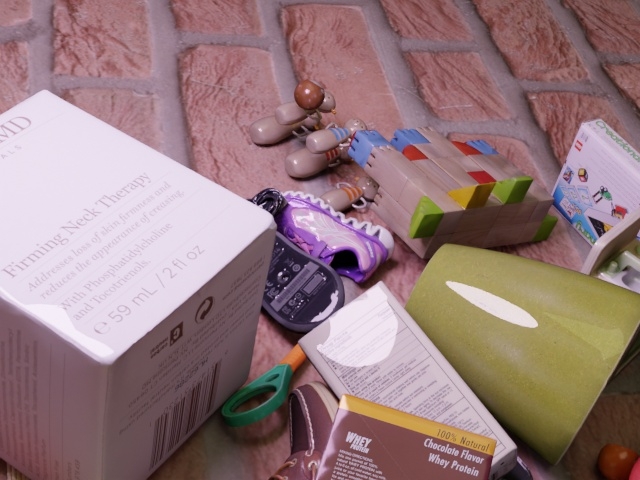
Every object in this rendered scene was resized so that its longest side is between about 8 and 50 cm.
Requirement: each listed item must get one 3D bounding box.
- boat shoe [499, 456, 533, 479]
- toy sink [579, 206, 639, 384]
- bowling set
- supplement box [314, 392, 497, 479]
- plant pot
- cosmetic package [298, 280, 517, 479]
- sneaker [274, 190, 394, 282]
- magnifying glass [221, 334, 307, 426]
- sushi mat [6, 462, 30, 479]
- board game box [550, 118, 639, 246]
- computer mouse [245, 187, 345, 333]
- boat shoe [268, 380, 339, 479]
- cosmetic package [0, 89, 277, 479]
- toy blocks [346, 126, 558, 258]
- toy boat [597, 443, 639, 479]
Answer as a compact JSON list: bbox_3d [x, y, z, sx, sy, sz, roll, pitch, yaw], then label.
[{"bbox_3d":[0.210,0.276,1.487,0.084,0.079,0.233,-27,58,-38],"label":"boat shoe"},{"bbox_3d":[0.485,0.090,1.641,0.131,0.234,0.153,38,47,24],"label":"toy sink"},{"bbox_3d":[0.016,-0.202,1.865,0.154,0.199,0.287,-22,57,-35],"label":"bowling set"},{"bbox_3d":[0.084,0.313,1.213,0.191,0.129,0.194,16,59,6],"label":"supplement box"},{"bbox_3d":[0.278,0.130,1.505,0.294,0.274,0.275,30,45,15],"label":"plant pot"},{"bbox_3d":[0.119,0.224,1.421,0.153,0.129,0.296,-35,66,-5],"label":"cosmetic package"},{"bbox_3d":[0.000,0.000,1.721,0.236,0.095,0.104,22,51,7],"label":"sneaker"},{"bbox_3d":[-0.064,0.199,1.510,0.092,0.026,0.231,-13,17,35],"label":"magnifying glass"},{"bbox_3d":[-0.363,0.211,1.449,0.152,0.019,0.316,-3,45,-16],"label":"sushi mat"},{"bbox_3d":[0.542,-0.048,1.834,0.053,0.193,0.305,-16,50,-28],"label":"board game box"},{"bbox_3d":[-0.059,0.054,1.642,0.188,0.072,0.272,-42,58,-10],"label":"computer mouse"},{"bbox_3d":[-0.021,0.331,1.341,0.123,0.123,0.342,2,50,-15],"label":"boat shoe"},{"bbox_3d":[-0.323,0.077,1.347,0.394,0.327,0.329,29,44,18],"label":"cosmetic package"},{"bbox_3d":[0.215,-0.099,1.816,0.381,0.190,0.261,-7,42,-40],"label":"toy blocks"},{"bbox_3d":[0.470,0.325,1.480,0.151,0.151,0.231,8,33,40],"label":"toy boat"}]
